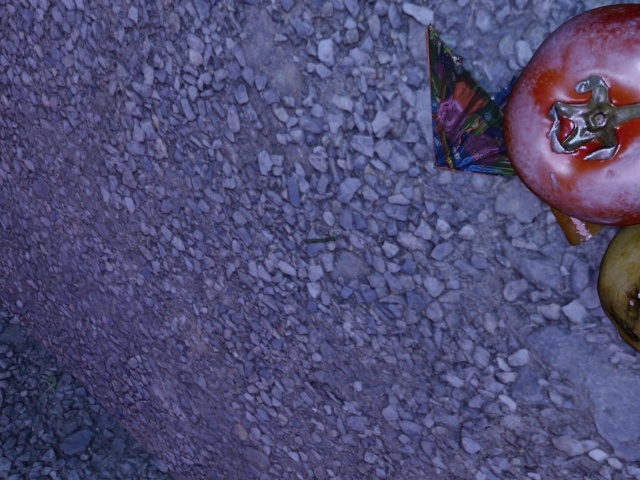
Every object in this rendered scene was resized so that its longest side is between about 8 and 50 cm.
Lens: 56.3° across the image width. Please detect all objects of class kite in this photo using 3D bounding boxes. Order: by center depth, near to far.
[{"bbox_3d":[0.242,-0.189,0.965,0.321,0.016,0.234,54,147,12],"label":"kite"}]

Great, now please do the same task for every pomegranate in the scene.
[{"bbox_3d":[0.508,0.067,0.791,0.260,0.260,0.260,18,124,28],"label":"pomegranate"}]

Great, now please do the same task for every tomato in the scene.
[{"bbox_3d":[0.379,-0.153,0.756,0.270,0.227,0.270,10,105,40],"label":"tomato"}]

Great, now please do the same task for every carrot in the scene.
[{"bbox_3d":[0.359,-0.095,0.928,0.061,0.061,0.210,-34,89,43],"label":"carrot"}]

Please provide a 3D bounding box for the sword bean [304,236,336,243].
[{"bbox_3d":[0.000,0.000,1.273,0.083,0.012,0.012,-6,111,37],"label":"sword bean"}]
